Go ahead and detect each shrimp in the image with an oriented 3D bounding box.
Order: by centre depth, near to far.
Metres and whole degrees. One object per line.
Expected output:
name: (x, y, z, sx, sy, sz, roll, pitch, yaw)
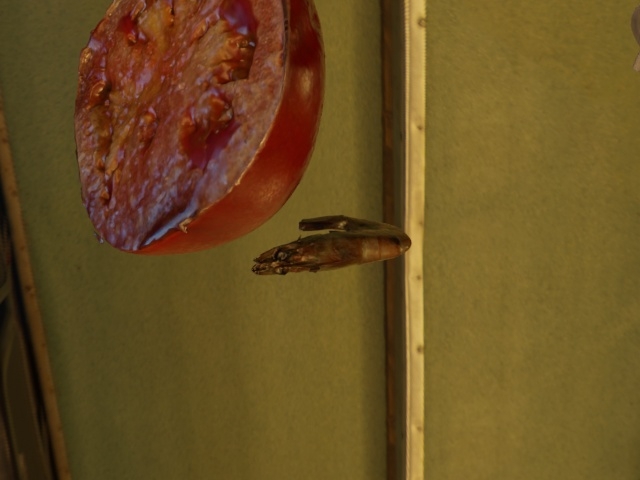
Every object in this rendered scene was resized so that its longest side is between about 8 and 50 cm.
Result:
shrimp: (0.000, 0.000, 1.162, 0.296, 0.169, 0.058, -8, 111, -36)

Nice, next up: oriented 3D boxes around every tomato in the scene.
tomato: (-0.100, -0.140, 0.775, 0.144, 0.338, 0.338, 15, 116, -47)

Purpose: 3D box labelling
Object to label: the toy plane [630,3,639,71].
toy plane: (0.431, -0.192, 0.789, 0.117, 0.245, 0.244, -41, 110, -29)
